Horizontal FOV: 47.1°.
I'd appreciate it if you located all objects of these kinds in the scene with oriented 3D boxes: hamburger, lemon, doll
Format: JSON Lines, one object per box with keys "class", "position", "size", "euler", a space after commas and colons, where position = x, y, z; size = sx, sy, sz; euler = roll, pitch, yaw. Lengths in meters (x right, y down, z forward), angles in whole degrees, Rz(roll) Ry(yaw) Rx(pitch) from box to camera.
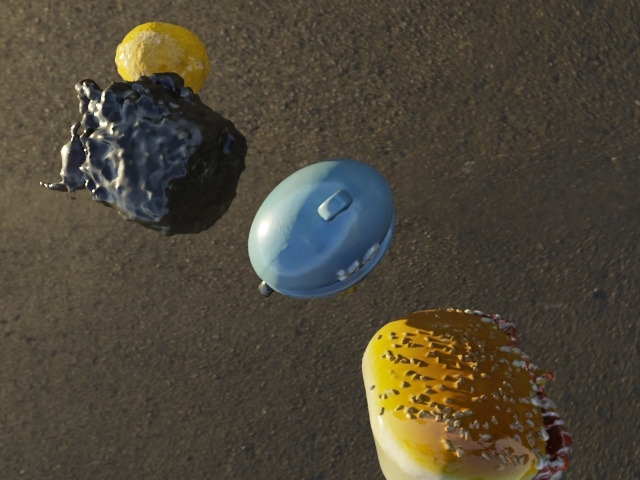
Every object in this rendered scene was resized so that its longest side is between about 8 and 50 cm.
{"class": "hamburger", "position": [0.163, 0.191, 0.871], "size": [0.227, 0.295, 0.151], "euler": [6, 124, -10]}
{"class": "lemon", "position": [-0.231, -0.258, 1.066], "size": [0.155, 0.114, 0.114], "euler": [11, 101, 29]}
{"class": "doll", "position": [0.000, 0.000, 0.860], "size": [0.177, 0.314, 0.141], "euler": [-38, 81, -13]}

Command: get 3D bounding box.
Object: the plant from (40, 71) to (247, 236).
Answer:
{"class": "plant", "position": [-0.221, -0.116, 0.954], "size": [0.234, 0.178, 0.204], "euler": [30, 109, 26]}
